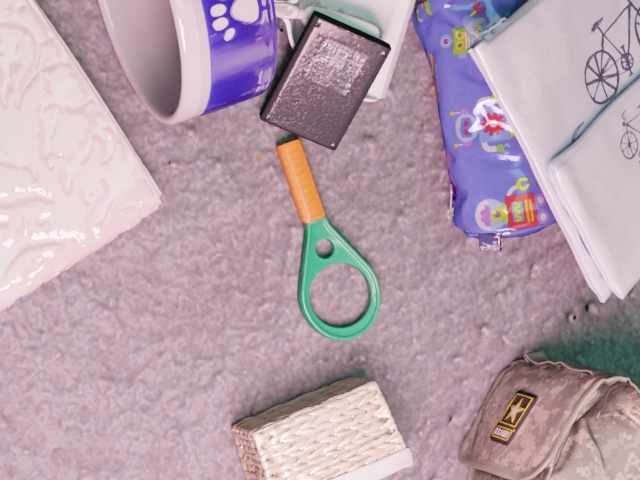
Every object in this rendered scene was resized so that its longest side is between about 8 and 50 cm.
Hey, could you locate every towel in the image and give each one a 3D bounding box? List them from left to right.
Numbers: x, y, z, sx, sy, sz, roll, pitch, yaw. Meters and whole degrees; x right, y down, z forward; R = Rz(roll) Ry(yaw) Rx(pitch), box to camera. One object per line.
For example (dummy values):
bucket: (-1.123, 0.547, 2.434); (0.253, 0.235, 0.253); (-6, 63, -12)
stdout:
towel: (-0.379, -0.080, 1.821); (0.332, 0.053, 0.317); (-34, 99, -14)

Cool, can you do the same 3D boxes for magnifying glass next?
magnifying glass: (0.000, 0.000, 1.956); (0.092, 0.026, 0.231); (-20, 98, -16)

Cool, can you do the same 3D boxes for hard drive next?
hard drive: (0.005, -0.172, 1.920); (0.094, 0.022, 0.135); (22, 114, -17)

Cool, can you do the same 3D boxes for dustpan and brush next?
dustpan and brush: (-0.008, -0.242, 1.922); (0.211, 0.060, 0.147); (16, 102, -6)

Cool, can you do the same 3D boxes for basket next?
basket: (-0.003, 0.222, 1.910); (0.167, 0.113, 0.103); (-22, 95, -16)

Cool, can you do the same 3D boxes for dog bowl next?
dog bowl: (-0.144, -0.257, 1.780); (0.104, 0.265, 0.265); (-20, 96, -19)

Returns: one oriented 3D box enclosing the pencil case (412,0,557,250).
pencil case: (0.185, -0.146, 1.961); (0.133, 0.119, 0.306); (-11, 95, 8)

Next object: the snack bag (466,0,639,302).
snack bag: (0.334, -0.157, 1.975); (0.323, 0.037, 0.342); (-42, 111, -34)

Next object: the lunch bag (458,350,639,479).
lunch bag: (0.259, 0.270, 1.927); (0.169, 0.235, 0.287); (-1, 91, -18)
